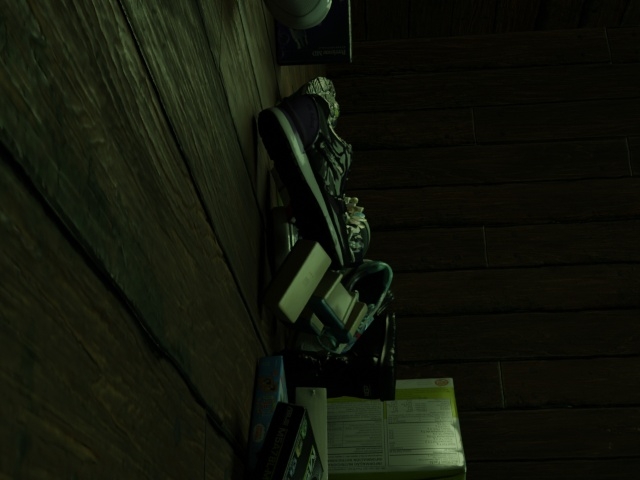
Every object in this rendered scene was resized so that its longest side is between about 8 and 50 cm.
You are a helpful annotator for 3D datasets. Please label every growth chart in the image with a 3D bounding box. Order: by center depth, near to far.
[{"bbox_3d":[0.016,-0.063,1.945,0.237,0.172,0.021,-77,172,-71],"label":"growth chart"}]

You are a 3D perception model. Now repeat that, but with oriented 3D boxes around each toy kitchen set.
[{"bbox_3d":[-0.046,0.100,1.451,0.122,0.166,0.207,-58,134,-23],"label":"toy kitchen set"}]

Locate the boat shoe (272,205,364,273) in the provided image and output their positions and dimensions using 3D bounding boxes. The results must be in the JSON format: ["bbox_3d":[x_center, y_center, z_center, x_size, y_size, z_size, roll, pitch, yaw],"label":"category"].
[{"bbox_3d":[0.000,0.000,1.635,0.340,0.158,0.127,-6,93,-87],"label":"boat shoe"}]

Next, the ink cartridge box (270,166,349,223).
[{"bbox_3d":[-0.019,-0.079,1.541,0.099,0.056,0.135,24,31,-40],"label":"ink cartridge box"}]

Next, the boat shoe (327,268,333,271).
[{"bbox_3d":[-0.009,0.067,1.559,0.046,0.038,0.125,-58,-175,-26],"label":"boat shoe"}]

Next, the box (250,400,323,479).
[{"bbox_3d":[-0.049,0.323,1.086,0.184,0.045,0.191,77,26,-48],"label":"box"}]

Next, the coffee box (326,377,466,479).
[{"bbox_3d":[0.125,0.521,1.869,0.334,0.338,0.338,-84,171,-67],"label":"coffee box"}]

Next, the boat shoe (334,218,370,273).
[{"bbox_3d":[0.031,0.060,2.092,0.319,0.116,0.099,117,-7,-47],"label":"boat shoe"}]

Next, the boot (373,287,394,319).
[{"bbox_3d":[0.083,0.188,2.147,0.260,0.131,0.348,-56,177,-14],"label":"boot"}]

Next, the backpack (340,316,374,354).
[{"bbox_3d":[0.027,0.177,1.854,0.117,0.173,0.158,83,6,-55],"label":"backpack"}]

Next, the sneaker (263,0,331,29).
[{"bbox_3d":[-0.060,-0.397,1.146,0.366,0.137,0.210,77,10,-45],"label":"sneaker"}]

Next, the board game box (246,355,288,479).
[{"bbox_3d":[-0.068,0.292,1.247,0.211,0.039,0.160,-89,175,-55],"label":"board game box"}]

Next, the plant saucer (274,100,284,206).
[{"bbox_3d":[-0.061,-0.155,1.759,0.241,0.037,0.241,-2,90,-87],"label":"plant saucer"}]

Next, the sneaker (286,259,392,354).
[{"bbox_3d":[0.039,0.142,1.719,0.283,0.110,0.122,-54,-169,-20],"label":"sneaker"}]

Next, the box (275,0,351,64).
[{"bbox_3d":[-0.014,-0.461,1.808,0.108,0.153,0.207,-71,157,-81],"label":"box"}]

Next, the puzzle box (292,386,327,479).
[{"bbox_3d":[-0.026,0.468,1.382,0.272,0.052,0.409,101,-10,-55],"label":"puzzle box"}]

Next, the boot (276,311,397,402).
[{"bbox_3d":[0.030,0.200,1.550,0.246,0.207,0.094,-73,160,-66],"label":"boot"}]

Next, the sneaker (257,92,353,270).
[{"bbox_3d":[0.014,-0.095,1.414,0.107,0.124,0.283,3,-63,63],"label":"sneaker"}]

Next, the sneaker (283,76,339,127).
[{"bbox_3d":[-0.024,-0.276,1.865,0.275,0.110,0.107,-52,127,-81],"label":"sneaker"}]
